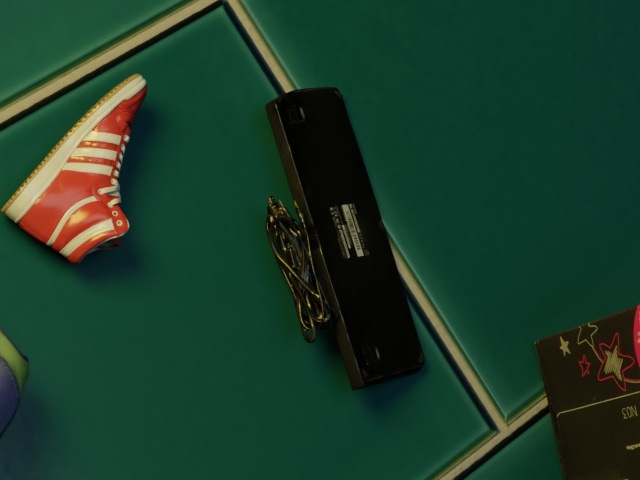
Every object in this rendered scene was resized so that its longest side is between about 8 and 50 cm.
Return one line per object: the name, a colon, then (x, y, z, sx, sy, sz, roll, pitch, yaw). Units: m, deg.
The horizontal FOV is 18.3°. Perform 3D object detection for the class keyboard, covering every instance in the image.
keyboard: (0.000, 0.000, 1.235, 0.100, 0.038, 0.192, -9, 78, -51)

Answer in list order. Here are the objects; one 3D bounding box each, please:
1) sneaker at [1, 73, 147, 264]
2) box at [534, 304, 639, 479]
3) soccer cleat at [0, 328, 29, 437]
sneaker: (-0.126, -0.039, 1.169, 0.067, 0.042, 0.118, 42, 70, -6)
box: (0.265, 0.108, 1.205, 0.142, 0.247, 0.163, -7, 80, -26)
soccer cleat: (-0.278, 0.007, 1.074, 0.289, 0.093, 0.121, 45, 32, -4)
